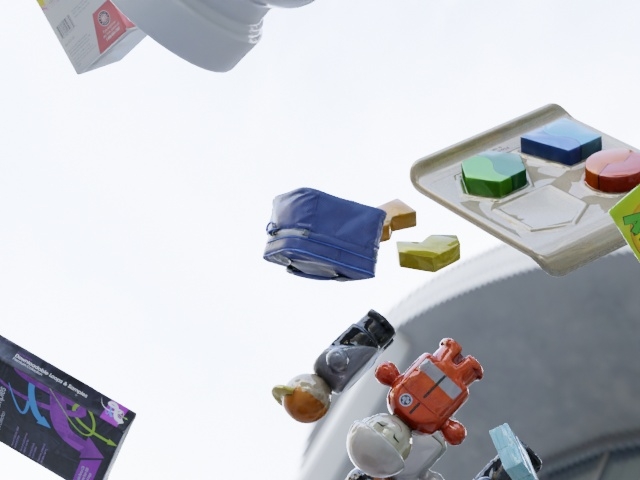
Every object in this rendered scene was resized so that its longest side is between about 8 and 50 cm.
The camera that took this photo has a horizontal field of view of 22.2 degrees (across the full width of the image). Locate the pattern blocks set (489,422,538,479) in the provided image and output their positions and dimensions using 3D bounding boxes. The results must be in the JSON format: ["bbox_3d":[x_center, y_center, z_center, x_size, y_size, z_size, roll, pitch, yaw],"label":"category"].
[{"bbox_3d":[0.221,0.316,1.343,0.026,0.325,0.285,-28,-55,10],"label":"pattern blocks set"}]

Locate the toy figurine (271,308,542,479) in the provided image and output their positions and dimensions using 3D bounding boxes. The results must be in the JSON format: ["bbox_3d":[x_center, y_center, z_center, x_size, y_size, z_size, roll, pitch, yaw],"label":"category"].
[{"bbox_3d":[0.077,0.189,1.541,0.209,0.148,0.213,21,-30,53],"label":"toy figurine"}]

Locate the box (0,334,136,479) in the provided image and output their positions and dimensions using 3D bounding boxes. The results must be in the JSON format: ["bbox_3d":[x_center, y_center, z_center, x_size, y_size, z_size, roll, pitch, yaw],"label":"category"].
[{"bbox_3d":[-0.256,0.157,1.485,0.162,0.029,0.116,30,-45,4],"label":"box"}]

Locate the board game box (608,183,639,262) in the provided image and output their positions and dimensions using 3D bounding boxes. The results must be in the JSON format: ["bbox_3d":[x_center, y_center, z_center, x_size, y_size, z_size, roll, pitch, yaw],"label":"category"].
[{"bbox_3d":[0.246,-0.006,0.872,0.043,0.181,0.092,-47,-114,46],"label":"board game box"}]

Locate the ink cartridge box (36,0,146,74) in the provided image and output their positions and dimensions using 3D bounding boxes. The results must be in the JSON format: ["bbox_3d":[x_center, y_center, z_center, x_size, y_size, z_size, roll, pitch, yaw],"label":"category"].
[{"bbox_3d":[-0.260,-0.295,1.757,0.115,0.067,0.198,-32,-94,47],"label":"ink cartridge box"}]

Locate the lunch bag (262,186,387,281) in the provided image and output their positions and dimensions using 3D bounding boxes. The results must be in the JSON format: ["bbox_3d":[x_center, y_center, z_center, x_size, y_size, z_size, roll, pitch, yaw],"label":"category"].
[{"bbox_3d":[0.000,0.000,1.336,0.098,0.065,0.067,15,-16,-26],"label":"lunch bag"}]

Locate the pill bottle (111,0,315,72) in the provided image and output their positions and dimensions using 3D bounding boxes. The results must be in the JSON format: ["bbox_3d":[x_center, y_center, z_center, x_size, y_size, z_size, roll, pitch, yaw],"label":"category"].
[{"bbox_3d":[-0.030,-0.333,1.400,0.210,0.210,0.363,40,-69,-8],"label":"pill bottle"}]

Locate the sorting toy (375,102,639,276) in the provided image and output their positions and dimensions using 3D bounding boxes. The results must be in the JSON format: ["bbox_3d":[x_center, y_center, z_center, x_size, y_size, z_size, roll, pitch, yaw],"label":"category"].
[{"bbox_3d":[0.196,-0.046,1.614,0.229,0.307,0.041,38,-37,45],"label":"sorting toy"}]
